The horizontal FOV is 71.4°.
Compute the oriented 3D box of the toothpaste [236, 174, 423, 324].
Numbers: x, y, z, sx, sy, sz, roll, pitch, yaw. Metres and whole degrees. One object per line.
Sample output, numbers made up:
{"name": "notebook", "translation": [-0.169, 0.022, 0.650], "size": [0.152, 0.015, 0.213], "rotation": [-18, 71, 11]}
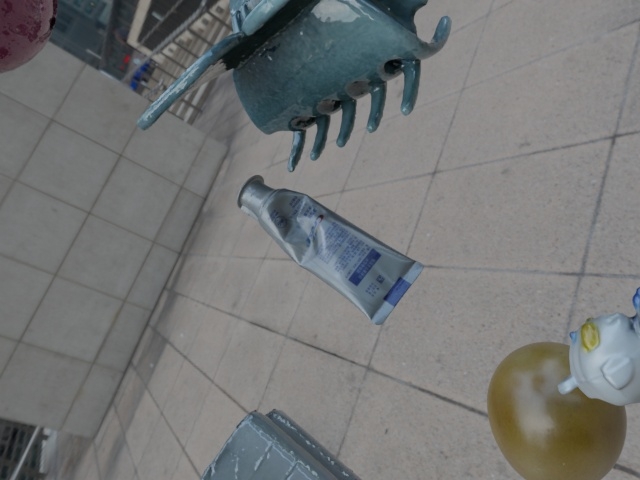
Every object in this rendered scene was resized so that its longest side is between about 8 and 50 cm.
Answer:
{"name": "toothpaste", "translation": [0.000, 0.000, 0.597], "size": [0.266, 0.061, 0.096], "rotation": [34, 80, 21]}

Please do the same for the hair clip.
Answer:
{"name": "hair clip", "translation": [-0.012, -0.271, 0.624], "size": [0.318, 0.238, 0.391], "rotation": [-17, 45, 44]}

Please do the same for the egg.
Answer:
{"name": "egg", "translation": [0.477, 0.363, 0.914], "size": [0.250, 0.322, 0.250], "rotation": [-11, 21, 4]}

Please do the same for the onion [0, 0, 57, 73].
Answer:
{"name": "onion", "translation": [-0.358, -0.253, 0.434], "size": [0.178, 0.153, 0.177], "rotation": [-3, 76, 14]}

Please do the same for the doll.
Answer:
{"name": "doll", "translation": [0.227, 0.032, 0.257], "size": [0.057, 0.114, 0.227], "rotation": [47, 121, 17]}

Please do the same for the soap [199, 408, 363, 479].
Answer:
{"name": "soap", "translation": [-0.058, 0.615, 0.909], "size": [0.435, 0.213, 0.350], "rotation": [36, 84, 22]}
